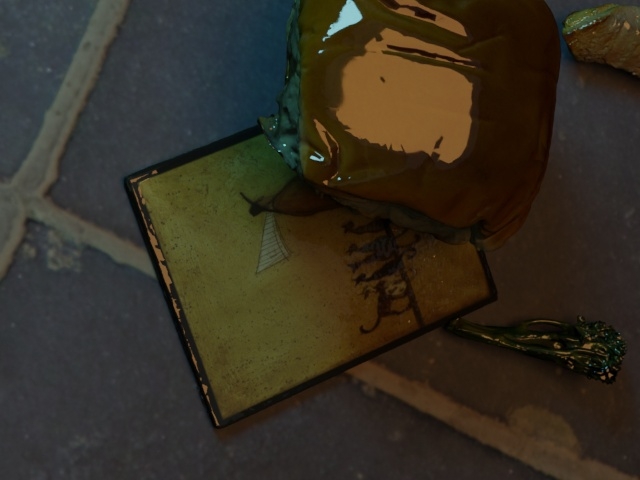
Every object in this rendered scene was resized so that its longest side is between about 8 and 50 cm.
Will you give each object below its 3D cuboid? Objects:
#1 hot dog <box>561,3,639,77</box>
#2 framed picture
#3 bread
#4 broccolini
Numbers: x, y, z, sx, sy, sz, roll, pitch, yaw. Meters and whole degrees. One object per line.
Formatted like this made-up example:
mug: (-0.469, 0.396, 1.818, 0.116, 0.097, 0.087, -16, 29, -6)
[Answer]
hot dog: (0.318, -0.212, 1.958, 0.169, 0.061, 0.078, 15, 124, -24)
framed picture: (0.000, 0.000, 1.817, 0.338, 0.014, 0.255, -23, 99, -26)
bread: (0.080, -0.130, 1.729, 0.279, 0.225, 0.250, 13, 81, -23)
broccolini: (0.223, 0.095, 1.898, 0.201, 0.074, 0.058, 18, 98, -26)
